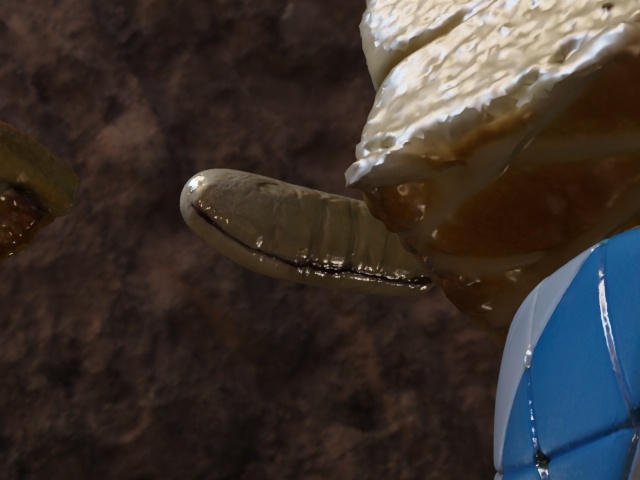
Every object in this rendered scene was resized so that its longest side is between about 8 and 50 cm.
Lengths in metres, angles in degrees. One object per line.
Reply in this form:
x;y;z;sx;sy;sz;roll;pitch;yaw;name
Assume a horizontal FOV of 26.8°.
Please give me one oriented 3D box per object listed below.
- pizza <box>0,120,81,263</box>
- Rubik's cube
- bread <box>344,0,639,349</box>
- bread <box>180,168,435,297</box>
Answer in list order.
-0.199;-0.005;0.629;0.175;0.134;0.046;-4;-158;-17;pizza
0.156;0.061;0.628;0.254;0.254;0.254;31;-142;-28;Rubik's cube
0.266;-0.069;0.937;0.371;0.390;0.279;47;-142;-30;bread
0.000;0.000;0.979;0.214;0.073;0.053;15;-175;-24;bread
